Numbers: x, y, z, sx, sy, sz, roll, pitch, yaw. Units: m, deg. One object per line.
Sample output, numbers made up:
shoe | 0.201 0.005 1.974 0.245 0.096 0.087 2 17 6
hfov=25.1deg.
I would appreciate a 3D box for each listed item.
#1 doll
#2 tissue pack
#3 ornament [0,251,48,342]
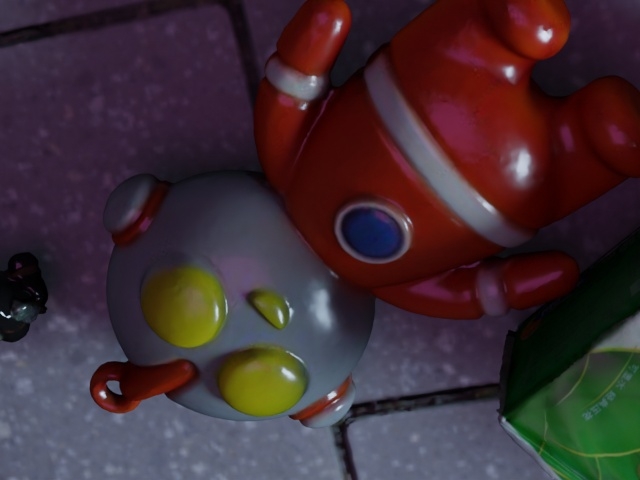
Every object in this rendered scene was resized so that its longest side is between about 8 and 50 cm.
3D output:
doll | 0.000 0.000 0.721 0.336 0.105 0.200 -34 111 26
tissue pack | 0.215 0.051 0.696 0.209 0.148 0.156 -42 96 17
ornament | -0.244 0.060 0.782 0.196 0.166 0.153 -6 108 -6
